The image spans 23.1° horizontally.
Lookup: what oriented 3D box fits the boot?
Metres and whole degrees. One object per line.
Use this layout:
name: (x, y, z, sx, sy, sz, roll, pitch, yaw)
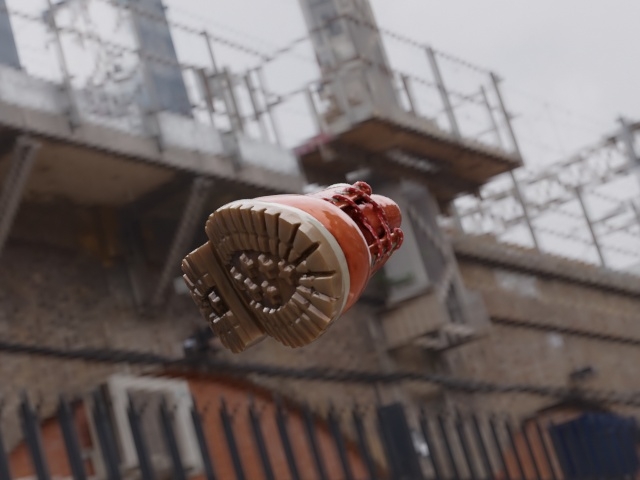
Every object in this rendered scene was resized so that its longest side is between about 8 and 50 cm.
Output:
boot: (0.000, 0.000, 0.613, 0.084, 0.059, 0.158, -29, 3, -15)
